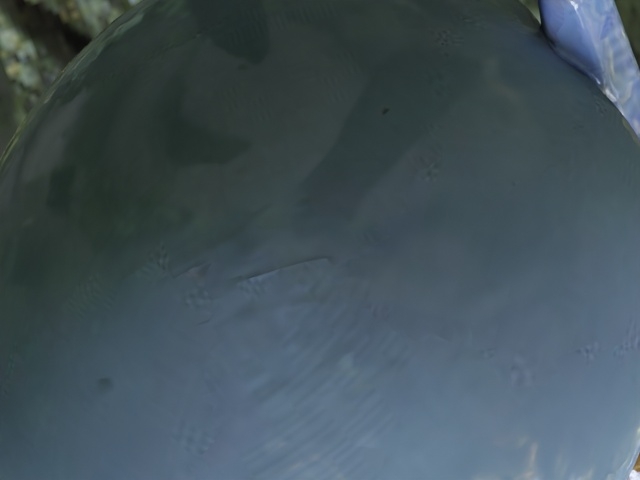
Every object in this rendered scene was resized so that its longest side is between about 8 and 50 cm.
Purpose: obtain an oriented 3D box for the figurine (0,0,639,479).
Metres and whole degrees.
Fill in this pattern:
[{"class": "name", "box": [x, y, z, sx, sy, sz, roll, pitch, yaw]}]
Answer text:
[{"class": "figurine", "box": [-0.011, 0.029, 0.610, 0.205, 0.225, 0.382, 20, 176, -3]}]
